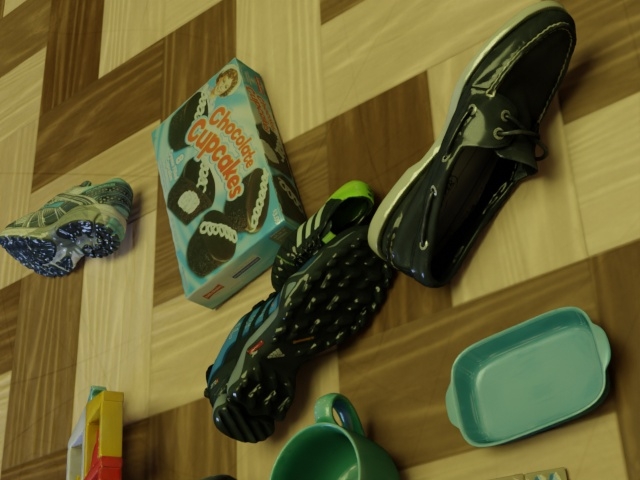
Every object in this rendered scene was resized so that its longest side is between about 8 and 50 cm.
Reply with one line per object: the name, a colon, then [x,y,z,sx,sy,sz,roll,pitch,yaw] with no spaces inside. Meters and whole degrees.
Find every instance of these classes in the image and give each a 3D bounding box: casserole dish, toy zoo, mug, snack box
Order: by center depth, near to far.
casserole dish: [0.212,0.141,1.080,0.188,0.037,0.114,-28,52,29]
mug: [0.028,0.258,1.147,0.129,0.097,0.158,23,84,48]
toy zoo: [-0.300,0.327,1.411,0.192,0.030,0.293,131,142,-50]
snack box: [-0.134,-0.085,1.502,0.187,0.060,0.322,-38,48,23]

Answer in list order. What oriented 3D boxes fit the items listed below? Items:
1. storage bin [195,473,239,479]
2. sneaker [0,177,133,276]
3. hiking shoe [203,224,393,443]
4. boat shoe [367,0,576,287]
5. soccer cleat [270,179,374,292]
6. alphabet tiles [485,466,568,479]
storage bin: [-0.156,0.344,1.277,0.135,0.098,0.091,-16,66,7]
sneaker: [-0.396,-0.026,1.707,0.283,0.110,0.122,-11,44,37]
hiking shoe: [-0.040,0.091,1.289,0.304,0.113,0.132,-49,33,3]
boat shoe: [0.184,-0.093,1.162,0.340,0.127,0.113,-52,45,12]
soccer cleat: [0.000,0.000,1.324,0.179,0.060,0.072,-50,14,10]
alphabet tiles: [0.132,0.329,1.012,0.237,0.009,0.198,-13,58,11]
